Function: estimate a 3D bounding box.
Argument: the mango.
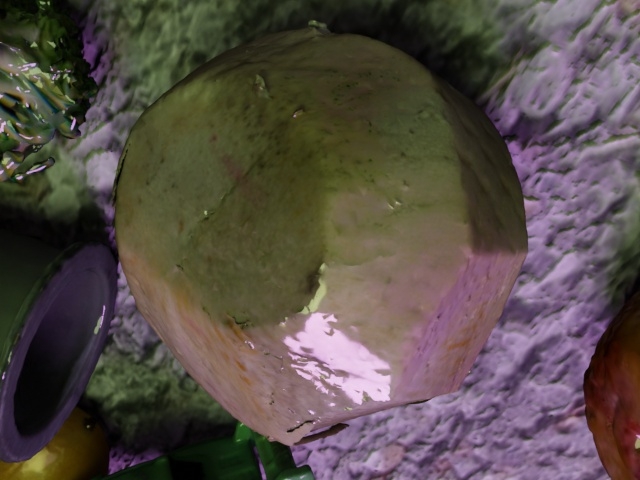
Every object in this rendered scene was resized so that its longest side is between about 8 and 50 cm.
[{"bbox_3d":[-0.339,0.289,1.222,0.147,0.109,0.227,7,129,-20],"label":"mango"}]

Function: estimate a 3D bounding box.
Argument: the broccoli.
[{"bbox_3d":[-0.328,-0.156,0.829,0.199,0.275,0.177,-32,70,15],"label":"broccoli"}]

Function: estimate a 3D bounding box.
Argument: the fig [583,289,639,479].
[{"bbox_3d":[0.430,0.146,0.887,0.369,0.286,0.286,-9,129,-23],"label":"fig"}]

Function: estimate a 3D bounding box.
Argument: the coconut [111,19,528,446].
[{"bbox_3d":[0.000,0.000,0.832,0.353,0.352,0.352,7,125,10],"label":"coconut"}]

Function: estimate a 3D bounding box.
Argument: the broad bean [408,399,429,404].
[{"bbox_3d":[0.059,0.156,1.069,0.195,0.046,0.061,2,127,15],"label":"broad bean"}]

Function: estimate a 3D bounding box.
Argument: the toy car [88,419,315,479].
[{"bbox_3d":[-0.177,0.324,1.100,0.359,0.213,0.176,-17,124,-5],"label":"toy car"}]

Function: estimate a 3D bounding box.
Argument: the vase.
[{"bbox_3d":[-0.389,0.066,1.013,0.291,0.245,0.245,19,126,6],"label":"vase"}]
